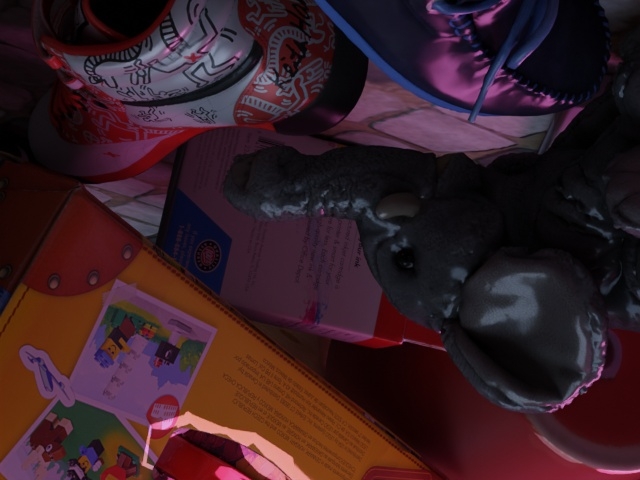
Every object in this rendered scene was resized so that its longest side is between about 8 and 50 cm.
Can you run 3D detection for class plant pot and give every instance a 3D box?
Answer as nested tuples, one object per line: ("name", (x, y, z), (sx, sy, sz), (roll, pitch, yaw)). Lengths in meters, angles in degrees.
("plant pot", (0.171, 0.113, 1.141), (0.275, 0.275, 0.243), (15, 159, -18))

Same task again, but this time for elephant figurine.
("elephant figurine", (0.105, 0.002, 0.729), (0.239, 0.186, 0.169), (-27, 162, 22))

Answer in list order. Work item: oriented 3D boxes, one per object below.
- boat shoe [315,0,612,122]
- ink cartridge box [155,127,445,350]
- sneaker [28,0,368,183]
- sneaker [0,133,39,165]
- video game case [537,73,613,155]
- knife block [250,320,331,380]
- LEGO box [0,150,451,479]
("boat shoe", (0.049, -0.113, 0.538), (0.089, 0.109, 0.258), (-5, 162, 42))
("ink cartridge box", (0.000, 0.000, 1.014), (0.231, 0.134, 0.078), (14, 169, -11))
("sneaker", (-0.117, -0.103, 0.771), (0.270, 0.090, 0.145), (-5, 159, 43))
("sneaker", (-0.325, -0.048, 1.214), (0.217, 0.079, 0.121), (-1, 162, 39))
("video game case", (0.243, -0.036, 0.899), (0.204, 0.025, 0.285), (10, 168, 4))
("knife block", (-0.052, 0.125, 1.408), (0.088, 0.275, 0.242), (20, 135, -36))
("LEGO box", (-0.184, 0.115, 0.977), (0.372, 0.193, 0.500), (19, 164, 38))
